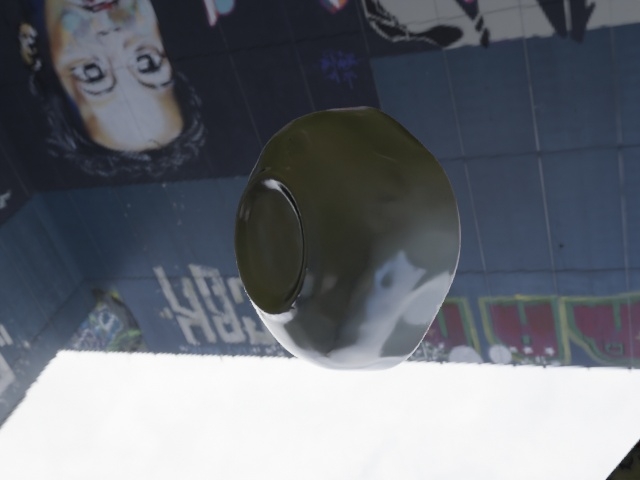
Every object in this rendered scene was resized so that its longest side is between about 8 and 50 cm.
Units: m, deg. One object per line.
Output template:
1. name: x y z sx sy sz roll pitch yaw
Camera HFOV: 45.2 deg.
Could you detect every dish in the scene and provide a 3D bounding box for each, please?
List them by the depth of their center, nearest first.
1. dish: 0.000 0.000 0.715 0.117 0.256 0.256 -4 -159 -36

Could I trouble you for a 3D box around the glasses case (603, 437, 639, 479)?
1. glasses case: 0.332 0.141 0.609 0.248 0.065 0.087 -45 -110 6
